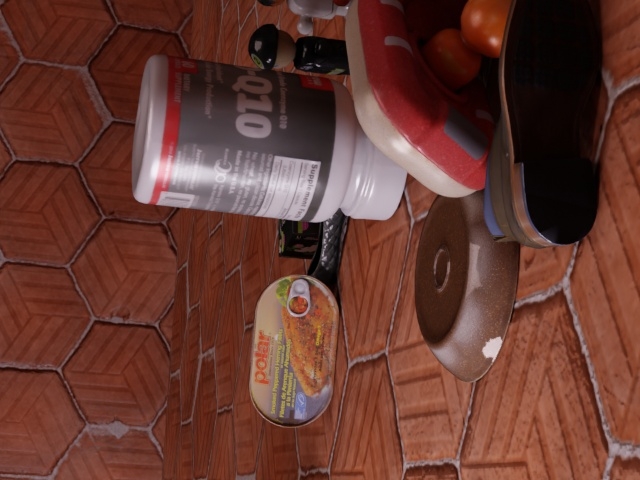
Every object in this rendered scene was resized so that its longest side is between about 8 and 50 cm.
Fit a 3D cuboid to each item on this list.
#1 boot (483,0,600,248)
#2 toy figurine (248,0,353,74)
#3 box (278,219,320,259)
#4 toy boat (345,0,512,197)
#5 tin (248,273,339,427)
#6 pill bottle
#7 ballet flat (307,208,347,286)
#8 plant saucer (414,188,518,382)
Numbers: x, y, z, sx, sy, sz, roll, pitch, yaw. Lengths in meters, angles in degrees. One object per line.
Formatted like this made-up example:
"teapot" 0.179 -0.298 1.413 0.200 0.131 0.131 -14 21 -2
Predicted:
"boot" 0.154 -0.100 0.967 0.106 0.082 0.219 158 115 -71
"toy figurine" -0.008 -0.322 1.562 0.213 0.148 0.209 109 161 -44
"box" -0.023 -0.018 1.705 0.083 0.052 0.062 125 146 -62
"toy boat" 0.115 -0.160 1.090 0.151 0.151 0.231 -37 37 27
"tin" -0.035 0.136 1.583 0.040 0.106 0.190 177 99 -76
"pill bottle" -0.056 -0.106 1.390 0.161 0.283 0.161 -174 90 -76
"ballet flat" 0.000 0.000 1.610 0.057 0.049 0.173 -109 28 -61
"plant saucer" 0.123 0.026 1.139 0.198 0.036 0.199 -174 90 -77
